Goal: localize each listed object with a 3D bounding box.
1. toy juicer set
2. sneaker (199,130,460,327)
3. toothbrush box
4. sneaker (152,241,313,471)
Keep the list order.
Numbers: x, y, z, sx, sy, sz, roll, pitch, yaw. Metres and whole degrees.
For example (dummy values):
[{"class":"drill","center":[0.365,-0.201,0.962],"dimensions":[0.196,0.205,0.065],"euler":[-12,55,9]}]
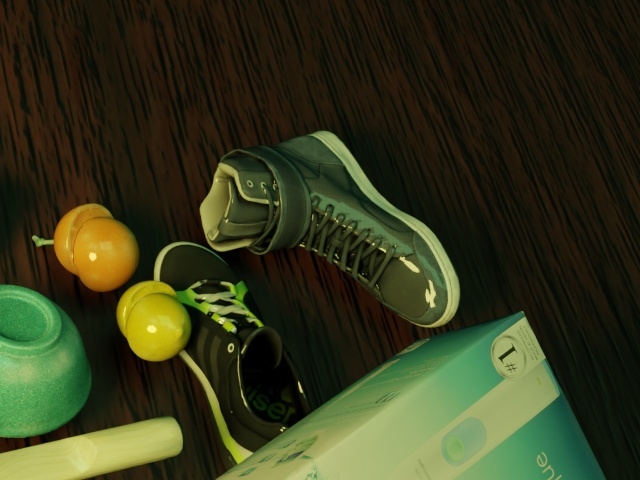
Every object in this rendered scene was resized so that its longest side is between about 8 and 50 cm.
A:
[{"class":"toy juicer set","center":[-0.196,0.090,1.089],"dimensions":[0.209,0.089,0.329],"euler":[8,39,-24]},{"class":"sneaker","center":[-0.001,0.001,1.247],"dimensions":[0.163,0.086,0.226],"euler":[-11,49,-45]},{"class":"toothbrush box","center":[0.062,0.213,1.039],"dimensions":[0.295,0.126,0.216],"euler":[-29,95,-39]},{"class":"sneaker","center":[-0.055,0.082,1.156],"dimensions":[0.084,0.097,0.234],"euler":[-11,59,-33]}]
